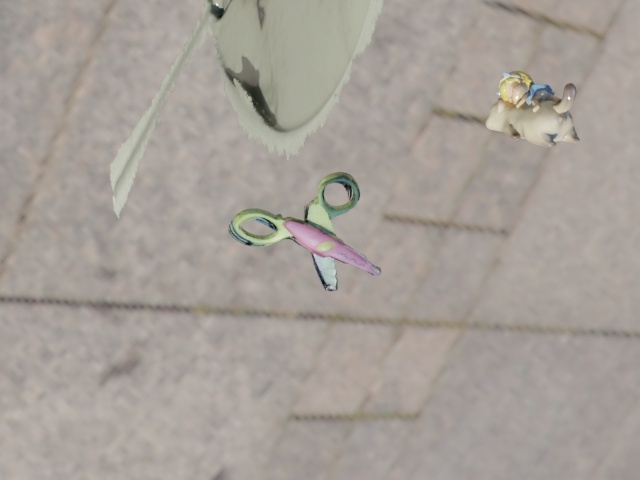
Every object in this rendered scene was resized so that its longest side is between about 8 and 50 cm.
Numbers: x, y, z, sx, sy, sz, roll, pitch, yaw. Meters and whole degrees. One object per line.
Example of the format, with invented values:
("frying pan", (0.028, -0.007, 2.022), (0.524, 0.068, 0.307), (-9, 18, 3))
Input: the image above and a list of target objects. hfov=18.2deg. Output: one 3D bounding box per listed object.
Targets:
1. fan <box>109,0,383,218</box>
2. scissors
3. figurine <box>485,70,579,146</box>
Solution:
("fan", (-0.042, -0.121, 0.954), (0.012, 0.233, 0.414), (1, 155, -22))
("scissors", (0.000, 0.000, 1.966), (0.134, 0.020, 0.187), (-22, 146, 13))
("figurine", (0.164, -0.104, 1.538), (0.047, 0.083, 0.050), (-7, 110, -45))
